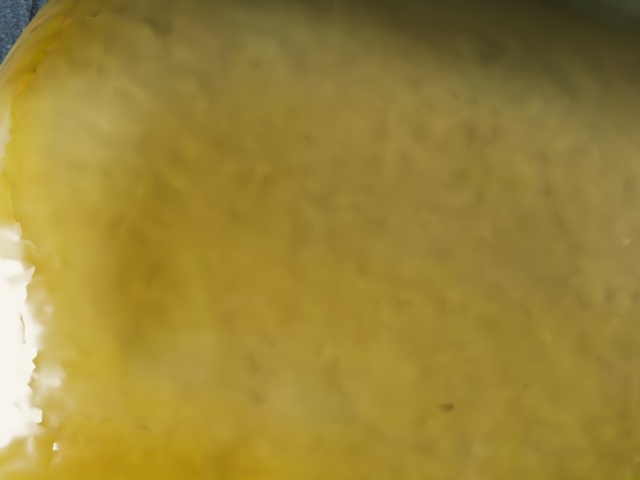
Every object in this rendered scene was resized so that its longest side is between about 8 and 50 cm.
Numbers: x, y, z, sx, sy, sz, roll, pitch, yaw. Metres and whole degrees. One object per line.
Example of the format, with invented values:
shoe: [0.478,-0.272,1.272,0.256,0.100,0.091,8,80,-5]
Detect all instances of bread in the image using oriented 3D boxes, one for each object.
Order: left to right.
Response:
bread: [0.011,0.053,0.804,0.348,0.376,0.253,117,161,-58]
